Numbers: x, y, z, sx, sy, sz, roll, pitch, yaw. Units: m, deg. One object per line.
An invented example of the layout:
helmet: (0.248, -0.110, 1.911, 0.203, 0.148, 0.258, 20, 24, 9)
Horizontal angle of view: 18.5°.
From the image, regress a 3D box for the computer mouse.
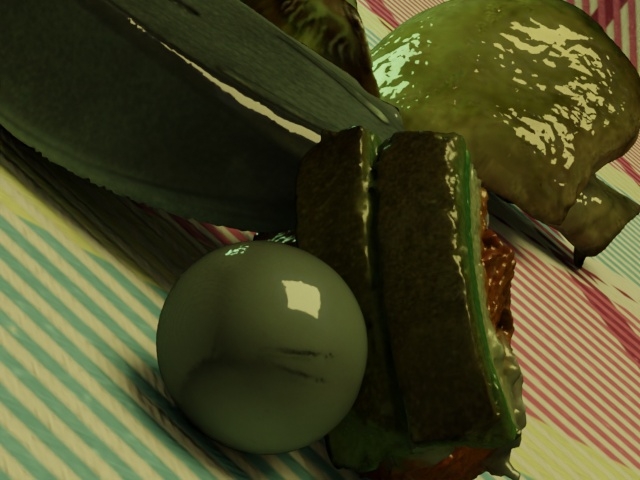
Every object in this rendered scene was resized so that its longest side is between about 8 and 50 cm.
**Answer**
computer mouse: (-0.116, -0.102, 1.158, 0.374, 0.114, 0.203, 34, 19, 8)

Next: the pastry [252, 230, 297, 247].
pastry: (-0.002, 0.001, 1.207, 0.063, 0.087, 0.169, 59, 20, -20)

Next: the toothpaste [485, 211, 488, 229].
toothpaste: (0.090, 0.027, 1.412, 0.089, 0.057, 0.234, 37, 23, -8)

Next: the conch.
conch: (-0.023, -0.154, 1.555, 0.181, 0.124, 0.187, -3, 72, -85)

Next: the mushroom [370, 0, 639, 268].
mushroom: (0.183, -0.122, 1.799, 0.292, 0.212, 0.217, 47, 9, 10)

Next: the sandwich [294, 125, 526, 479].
sandwich: (0.062, 0.038, 1.045, 0.160, 0.109, 0.185, 20, 63, -61)

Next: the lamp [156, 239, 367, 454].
lamp: (-0.028, 0.052, 0.955, 0.105, 0.105, 0.105, 35, 15, -11)
